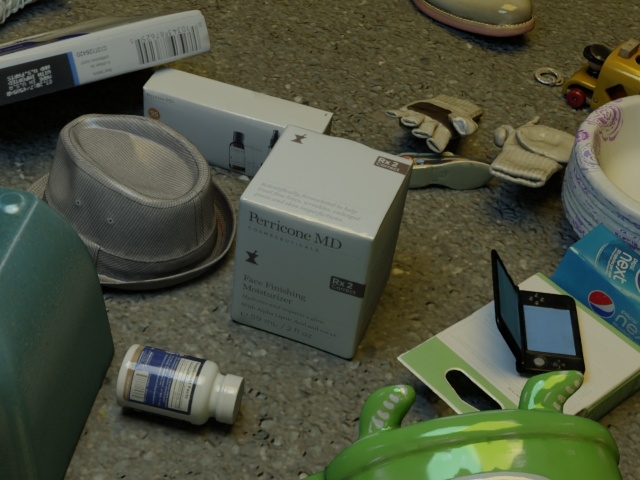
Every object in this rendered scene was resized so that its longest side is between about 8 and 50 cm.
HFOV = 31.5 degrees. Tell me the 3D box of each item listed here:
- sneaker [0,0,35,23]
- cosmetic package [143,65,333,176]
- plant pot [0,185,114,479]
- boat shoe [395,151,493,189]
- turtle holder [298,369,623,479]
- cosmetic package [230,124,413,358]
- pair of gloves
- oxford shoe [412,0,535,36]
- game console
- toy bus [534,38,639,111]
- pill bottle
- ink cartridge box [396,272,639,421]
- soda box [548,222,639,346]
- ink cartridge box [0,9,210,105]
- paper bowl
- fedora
[{"bbox_3d":[-0.471,-0.352,1.658,0.232,0.090,0.115,-18,54,-14],"label":"sneaker"},{"bbox_3d":[-0.109,-0.142,1.458,0.239,0.099,0.060,16,42,10],"label":"cosmetic package"},{"bbox_3d":[-0.346,0.080,1.061,0.247,0.252,0.247,11,42,2],"label":"plant pot"},{"bbox_3d":[0.160,-0.095,1.487,0.137,0.049,0.043,-2,40,-4],"label":"boat shoe"},{"bbox_3d":[0.106,0.255,0.948,0.320,0.243,0.227,4,58,-18],"label":"turtle holder"},{"bbox_3d":[0.000,0.000,1.252,0.151,0.183,0.151,17,42,11],"label":"cosmetic package"},{"bbox_3d":[0.224,-0.145,1.505,0.240,0.042,0.204,24,28,23],"label":"pair of gloves"},{"bbox_3d":[0.203,-0.463,1.824,0.140,0.146,0.397,-22,50,-30],"label":"oxford shoe"},{"bbox_3d":[0.230,0.077,1.206,0.107,0.071,0.122,7,41,0],"label":"game console"},{"bbox_3d":[0.439,-0.236,1.640,0.202,0.104,0.191,-2,42,-11],"label":"toy bus"},{"bbox_3d":[-0.141,0.149,1.152,0.120,0.067,0.067,13,42,5],"label":"pill bottle"},{"bbox_3d":[0.219,0.142,1.224,0.235,0.056,0.171,-28,52,-31],"label":"ink cartridge box"},{"bbox_3d":[0.364,0.082,1.273,0.067,0.071,0.210,-33,66,-34],"label":"soda box"},{"bbox_3d":[-0.352,-0.244,1.521,0.304,0.072,0.307,-22,17,-29],"label":"ink cartridge box"},{"bbox_3d":[0.438,-0.044,1.394,0.284,0.148,0.284,4,43,-4],"label":"paper bowl"},{"bbox_3d":[-0.229,-0.065,1.335,0.275,0.124,0.244,33,47,26],"label":"fedora"}]
